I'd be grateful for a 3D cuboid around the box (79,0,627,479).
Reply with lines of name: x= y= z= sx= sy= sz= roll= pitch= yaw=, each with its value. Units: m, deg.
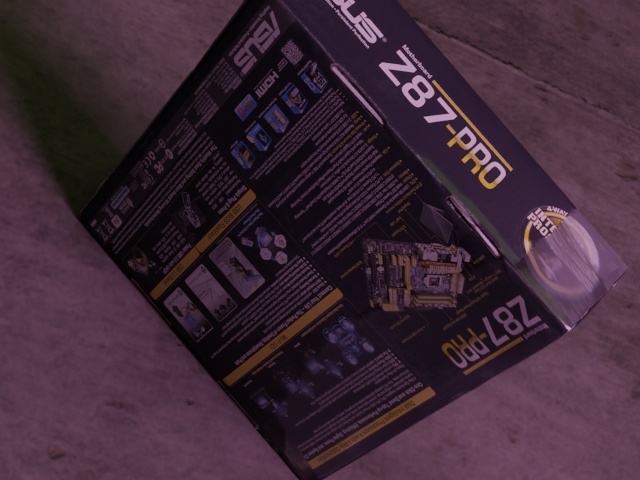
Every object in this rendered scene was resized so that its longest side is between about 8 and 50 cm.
box: x=0.000 y=0.000 z=1.150 sx=0.318 sy=0.395 sz=0.097 roll=50 pitch=53 yaw=2
